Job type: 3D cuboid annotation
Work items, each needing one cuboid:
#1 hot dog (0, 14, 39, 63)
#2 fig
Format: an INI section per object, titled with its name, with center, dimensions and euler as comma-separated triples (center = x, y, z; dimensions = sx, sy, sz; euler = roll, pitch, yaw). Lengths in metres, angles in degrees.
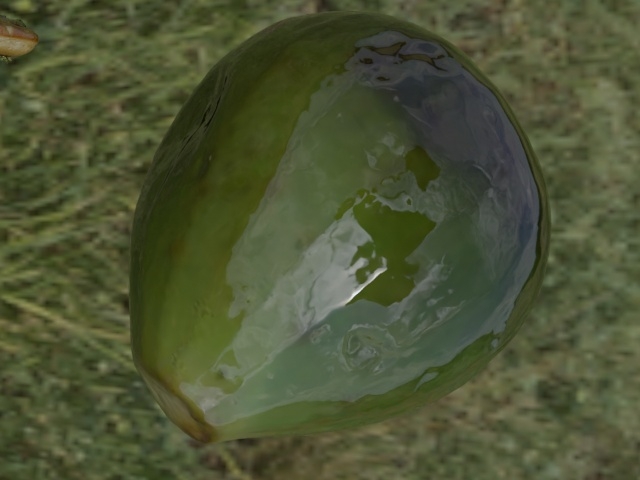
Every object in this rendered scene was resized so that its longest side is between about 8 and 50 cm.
[hot dog]
center = -0.150, -0.088, 0.807
dimensions = 0.083, 0.037, 0.021
euler = 11, 101, -60
[fig]
center = 0.005, -0.008, 0.966
dimensions = 0.230, 0.207, 0.207
euler = -27, 109, -49
